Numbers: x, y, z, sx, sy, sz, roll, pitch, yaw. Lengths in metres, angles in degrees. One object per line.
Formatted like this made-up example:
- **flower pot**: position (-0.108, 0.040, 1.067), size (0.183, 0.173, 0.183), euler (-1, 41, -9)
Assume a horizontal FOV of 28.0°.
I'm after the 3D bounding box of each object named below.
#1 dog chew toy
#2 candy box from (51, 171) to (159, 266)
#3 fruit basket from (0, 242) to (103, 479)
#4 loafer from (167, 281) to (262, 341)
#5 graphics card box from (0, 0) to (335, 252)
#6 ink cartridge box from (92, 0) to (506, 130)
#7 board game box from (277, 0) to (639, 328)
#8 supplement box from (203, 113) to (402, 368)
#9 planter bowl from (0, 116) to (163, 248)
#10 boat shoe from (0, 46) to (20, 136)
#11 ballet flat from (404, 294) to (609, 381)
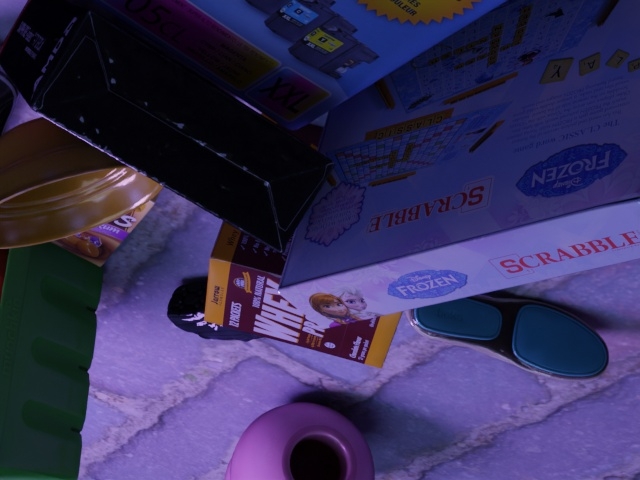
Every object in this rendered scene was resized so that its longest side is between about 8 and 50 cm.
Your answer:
- **dog chew toy**: position (-0.049, 0.361, 1.891), size (0.207, 0.206, 0.332), euler (21, 154, -9)
- **candy box**: position (-0.266, -0.046, 1.495), size (0.109, 0.053, 0.187), euler (27, 144, -16)
- **fruit basket**: position (-0.483, 0.135, 1.565), size (0.392, 0.392, 0.283), euler (37, 141, -30)
- **loafer**: position (-0.090, 0.089, 1.610), size (0.223, 0.076, 0.078), euler (-4, 148, 34)
- **graphics card box**: position (-0.153, -0.119, 1.127), size (0.233, 0.094, 0.371), euler (31, -177, -22)
- **ink cartridge box**: position (0.020, -0.271, 0.935), size (0.270, 0.151, 0.395), euler (30, 140, -30)
- **board game box**: position (0.136, -0.104, 1.003), size (0.319, 0.318, 0.066), euler (-15, 137, 39)
- **supplement box**: position (0.000, 0.000, 1.327), size (0.194, 0.191, 0.129), euler (15, 147, 1)
- **planter bowl**: position (-0.275, -0.072, 1.328), size (0.217, 0.090, 0.217), euler (-19, 168, -4)
- **boat shoe**: position (-0.421, -0.093, 1.426), size (0.121, 0.119, 0.335), euler (24, 146, -13)
- **ballet flat**: position (0.216, 0.105, 1.515), size (0.248, 0.086, 0.086), euler (19, 147, -3)
